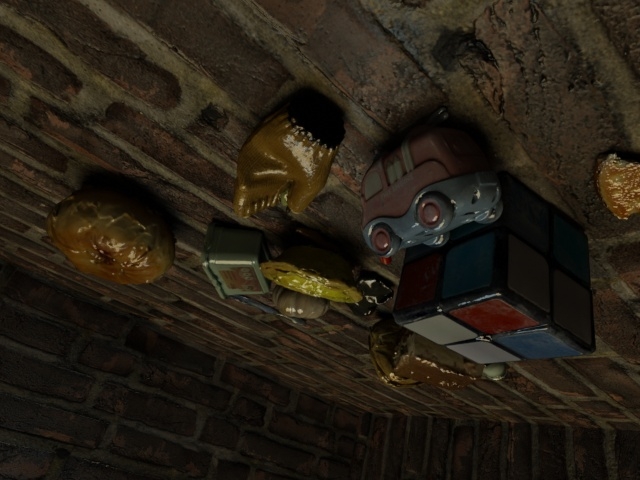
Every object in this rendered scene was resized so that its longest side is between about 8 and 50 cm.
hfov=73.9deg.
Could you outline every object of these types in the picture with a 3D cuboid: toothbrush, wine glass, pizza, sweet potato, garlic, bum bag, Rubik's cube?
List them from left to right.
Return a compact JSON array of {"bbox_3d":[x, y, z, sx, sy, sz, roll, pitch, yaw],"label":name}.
[{"bbox_3d":[-0.253,0.323,2.006,0.414,0.035,0.042,25,152,-16],"label":"toothbrush"},{"bbox_3d":[-0.070,0.212,1.607,0.228,0.152,0.228,6,-178,0],"label":"garlic"},{"bbox_3d":[-0.001,0.003,1.336,0.179,0.044,0.044,29,148,-25],"label":"sweet potato"},{"bbox_3d":[0.173,0.219,1.580,0.142,0.079,0.326,20,151,0],"label":"bum bag"},{"bbox_3d":[0.712,0.511,1.784,0.111,0.111,0.204,-5,146,33],"label":"wine glass"},{"bbox_3d":[0.405,0.087,1.010,0.313,0.318,0.316,30,147,-20],"label":"Rubik's cube"},{"bbox_3d":[0.641,-0.117,0.815,0.195,0.052,0.185,-7,136,42],"label":"pizza"}]

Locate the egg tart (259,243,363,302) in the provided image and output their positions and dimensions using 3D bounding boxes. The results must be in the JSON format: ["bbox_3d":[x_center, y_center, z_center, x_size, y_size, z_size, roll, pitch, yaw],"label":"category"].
[{"bbox_3d":[-0.021,0.098,1.365,0.346,0.132,0.345,14,167,3],"label":"egg tart"}]

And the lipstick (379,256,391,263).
[{"bbox_3d":[0.174,-0.012,1.205,0.068,0.061,0.274,4,148,17],"label":"lipstick"}]

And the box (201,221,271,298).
[{"bbox_3d":[-0.276,0.078,1.485,0.183,0.175,0.311,2,149,6],"label":"box"}]

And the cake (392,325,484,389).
[{"bbox_3d":[0.403,0.329,1.456,0.282,0.290,0.255,17,149,4],"label":"cake"}]

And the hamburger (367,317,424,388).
[{"bbox_3d":[0.316,0.447,1.706,0.260,0.283,0.144,2,144,-18],"label":"hamburger"}]

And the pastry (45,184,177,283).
[{"bbox_3d":[-0.673,-0.019,1.413,0.410,0.244,0.409,9,148,6],"label":"pastry"}]

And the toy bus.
[{"bbox_3d":[0.206,-0.108,0.880,0.197,0.231,0.294,-9,164,-37],"label":"toy bus"}]

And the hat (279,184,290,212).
[{"bbox_3d":[-0.078,-0.116,1.157,0.076,0.059,0.077,21,146,-19],"label":"hat"}]

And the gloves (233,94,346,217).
[{"bbox_3d":[-0.083,-0.171,0.966,0.203,0.155,0.356,22,135,-25],"label":"gloves"}]
